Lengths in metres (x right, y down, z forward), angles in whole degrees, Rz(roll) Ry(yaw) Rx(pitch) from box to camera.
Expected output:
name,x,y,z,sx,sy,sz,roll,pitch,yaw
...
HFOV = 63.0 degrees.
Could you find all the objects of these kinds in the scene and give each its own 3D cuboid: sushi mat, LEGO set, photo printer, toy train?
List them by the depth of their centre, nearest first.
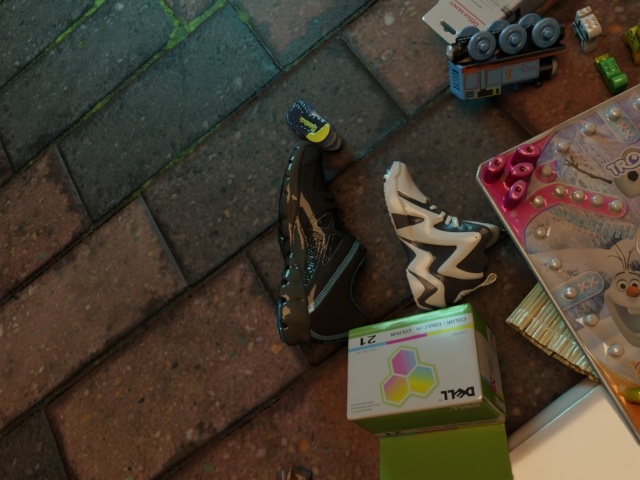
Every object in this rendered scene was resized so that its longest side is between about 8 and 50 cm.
name,x,y,z,sx,sy,sz,roll,pitch,yaw
photo printer,0.311,0.352,0.633,0.307,0.107,0.256,-40,66,6
sushi mat,0.396,0.029,0.683,0.316,0.019,0.151,-49,47,-8
LEGO set,0.453,-0.266,0.752,0.087,0.093,0.227,-21,70,13
toy train,0.286,-0.282,0.807,0.184,0.105,0.080,-12,31,-1

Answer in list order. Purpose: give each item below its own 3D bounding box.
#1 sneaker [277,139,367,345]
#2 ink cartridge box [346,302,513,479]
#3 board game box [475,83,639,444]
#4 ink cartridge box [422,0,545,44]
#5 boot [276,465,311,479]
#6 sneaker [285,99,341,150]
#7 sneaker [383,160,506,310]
name,x,y,z,sx,sy,sz,roll,pitch,yaw
sneaker,0.000,0.000,0.851,0.139,0.125,0.341,1,74,-6
ink cartridge box,0.135,0.231,0.670,0.188,0.097,0.255,-19,47,28
board game box,0.452,-0.018,0.615,0.389,0.050,0.390,-27,74,0
ink cartridge box,0.271,-0.385,0.866,0.180,0.060,0.104,-40,67,6
boot,-0.066,0.402,0.793,0.106,0.037,0.114,-3,78,6
sneaker,-0.014,-0.201,0.928,0.053,0.059,0.144,-51,46,13
sneaker,0.190,-0.024,0.783,0.153,0.094,0.235,-17,71,14
